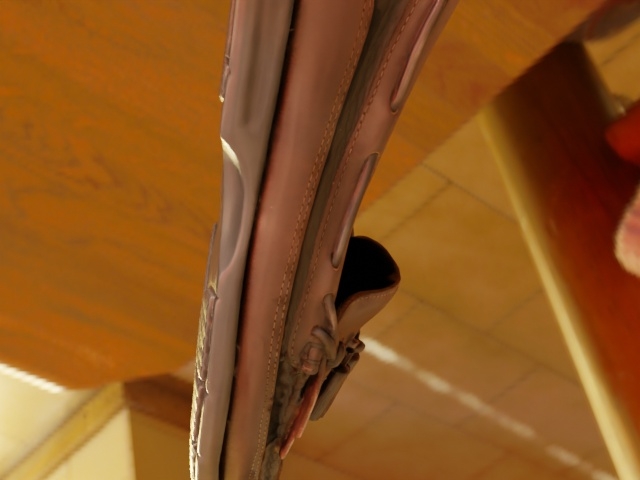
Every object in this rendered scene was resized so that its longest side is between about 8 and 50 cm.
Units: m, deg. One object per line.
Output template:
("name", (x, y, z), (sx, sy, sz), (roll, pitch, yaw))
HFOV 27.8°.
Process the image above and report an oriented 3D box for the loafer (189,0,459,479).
("loafer", (0.000, 0.000, 0.480), (0.084, 0.096, 0.267), (6, 123, -3))
